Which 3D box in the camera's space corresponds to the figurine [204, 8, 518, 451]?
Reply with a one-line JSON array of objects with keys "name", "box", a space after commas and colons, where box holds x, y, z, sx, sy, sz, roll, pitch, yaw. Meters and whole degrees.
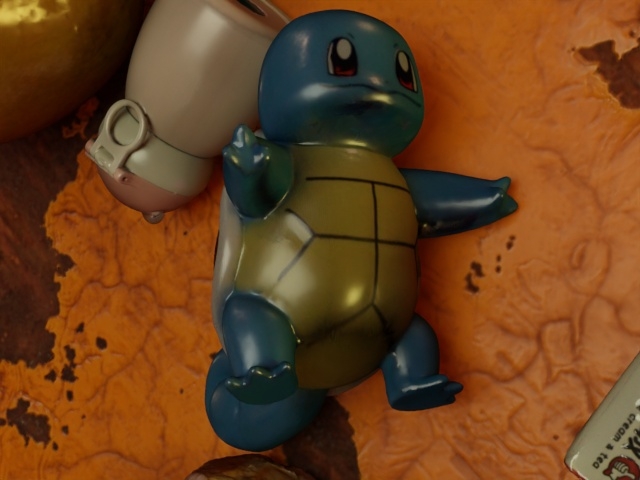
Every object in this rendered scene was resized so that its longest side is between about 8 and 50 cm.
[{"name": "figurine", "box": [0.012, 0.021, 1.126, 0.243, 0.297, 0.416, 42, 121, 60]}]

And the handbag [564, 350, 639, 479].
[{"name": "handbag", "box": [0.351, 0.184, 0.971, 0.298, 0.151, 0.171, 38, 107, 18]}]

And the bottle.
[{"name": "bottle", "box": [-0.128, -0.127, 1.242, 0.147, 0.147, 0.236, 43, 110, 24]}]

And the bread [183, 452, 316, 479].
[{"name": "bread", "box": [-0.059, 0.268, 1.124, 0.190, 0.244, 0.123, 34, 98, 10]}]

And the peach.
[{"name": "peach", "box": [-0.344, -0.245, 1.242, 0.372, 0.372, 0.290, -44, 65, 18]}]
